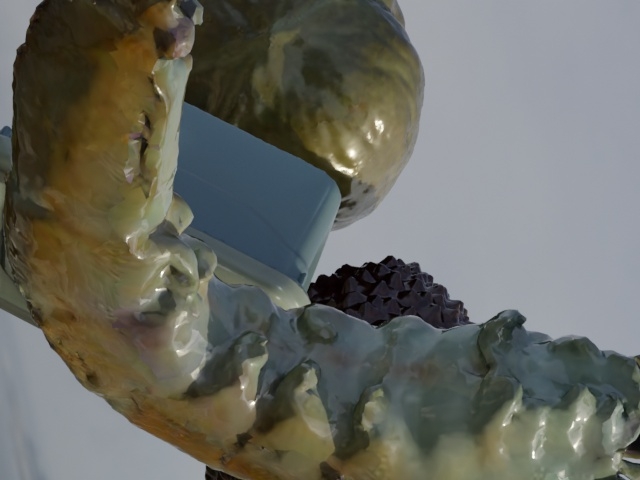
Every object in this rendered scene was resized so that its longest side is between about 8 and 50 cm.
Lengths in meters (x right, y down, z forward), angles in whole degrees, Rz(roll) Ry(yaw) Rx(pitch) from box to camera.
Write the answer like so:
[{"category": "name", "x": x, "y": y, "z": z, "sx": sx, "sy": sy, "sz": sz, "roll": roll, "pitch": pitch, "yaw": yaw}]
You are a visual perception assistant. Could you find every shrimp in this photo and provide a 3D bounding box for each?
[{"category": "shrimp", "x": -0.016, "y": 0.018, "z": 0.563, "sx": 0.287, "sy": 0.185, "sz": 0.068, "roll": 48, "pitch": 39, "yaw": -31}]

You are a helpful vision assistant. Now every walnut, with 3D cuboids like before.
[{"category": "walnut", "x": -0.030, "y": -0.109, "z": 1.341, "sx": 0.227, "sy": 0.283, "sz": 0.283, "roll": 38, "pitch": -23, "yaw": 15}]

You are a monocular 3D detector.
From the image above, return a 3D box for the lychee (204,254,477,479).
[{"category": "lychee", "x": 0.036, "y": 0.136, "z": 1.266, "sx": 0.271, "sy": 0.271, "sz": 0.271, "roll": 167, "pitch": -90, "yaw": -80}]

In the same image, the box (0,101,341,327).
[{"category": "box", "x": -0.103, "y": 0.003, "z": 1.002, "sx": 0.162, "sy": 0.227, "sz": 0.130, "roll": 110, "pitch": 7, "yaw": -53}]
